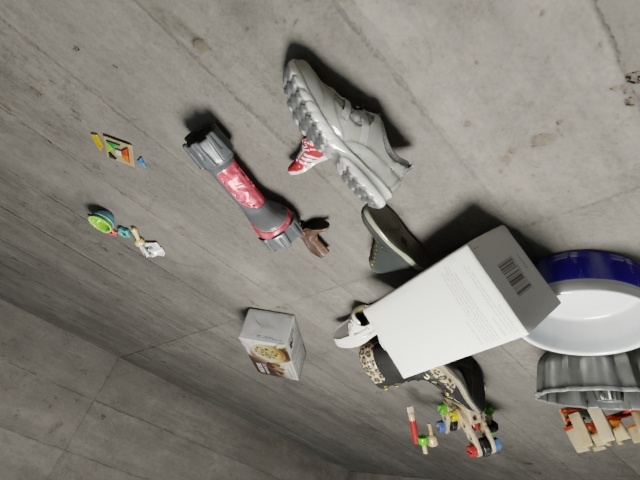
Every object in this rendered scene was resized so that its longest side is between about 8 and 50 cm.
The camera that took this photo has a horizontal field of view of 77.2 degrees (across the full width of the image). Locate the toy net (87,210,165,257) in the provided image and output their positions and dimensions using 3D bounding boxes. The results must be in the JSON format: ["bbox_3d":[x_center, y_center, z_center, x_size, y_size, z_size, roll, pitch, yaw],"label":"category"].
[{"bbox_3d":[-0.578,-0.004,1.190,0.122,0.045,0.232,-22,127,40],"label":"toy net"}]

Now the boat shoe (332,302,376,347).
[{"bbox_3d":[0.125,0.230,1.164,0.096,0.098,0.277,39,129,-24],"label":"boat shoe"}]

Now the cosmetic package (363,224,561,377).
[{"bbox_3d":[0.281,0.148,0.882,0.196,0.155,0.365,60,143,12],"label":"cosmetic package"}]

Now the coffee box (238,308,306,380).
[{"bbox_3d":[-0.162,0.377,1.436,0.168,0.118,0.297,6,141,13],"label":"coffee box"}]

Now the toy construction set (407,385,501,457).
[{"bbox_3d":[0.462,0.601,1.420,0.309,0.257,0.237,-12,91,11],"label":"toy construction set"}]

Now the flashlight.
[{"bbox_3d":[-0.155,-0.105,0.853,0.103,0.103,0.304,-28,127,11],"label":"flashlight"}]

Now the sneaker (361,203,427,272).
[{"bbox_3d":[0.132,0.009,0.890,0.118,0.083,0.222,-19,131,39],"label":"sneaker"}]

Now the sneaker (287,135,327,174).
[{"bbox_3d":[-0.030,-0.171,0.764,0.119,0.042,0.067,-22,132,31],"label":"sneaker"}]

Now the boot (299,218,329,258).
[{"bbox_3d":[0.000,0.000,0.970,0.107,0.037,0.114,1,138,38],"label":"boot"}]

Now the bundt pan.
[{"bbox_3d":[0.707,0.338,1.000,0.331,0.124,0.330,5,153,2],"label":"bundt pan"}]

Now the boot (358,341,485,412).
[{"bbox_3d":[0.327,0.424,1.282,0.284,0.138,0.377,-22,123,39],"label":"boot"}]

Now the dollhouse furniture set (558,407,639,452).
[{"bbox_3d":[0.865,0.545,1.213,0.262,0.135,0.259,4,143,-16],"label":"dollhouse furniture set"}]

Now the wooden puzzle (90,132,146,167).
[{"bbox_3d":[-0.465,-0.204,0.923,0.117,0.014,0.078,15,143,3],"label":"wooden puzzle"}]

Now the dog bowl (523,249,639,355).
[{"bbox_3d":[0.560,0.141,0.865,0.265,0.104,0.264,11,141,9],"label":"dog bowl"}]

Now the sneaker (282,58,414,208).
[{"bbox_3d":[0.046,-0.191,0.682,0.281,0.115,0.105,50,172,-17],"label":"sneaker"}]
